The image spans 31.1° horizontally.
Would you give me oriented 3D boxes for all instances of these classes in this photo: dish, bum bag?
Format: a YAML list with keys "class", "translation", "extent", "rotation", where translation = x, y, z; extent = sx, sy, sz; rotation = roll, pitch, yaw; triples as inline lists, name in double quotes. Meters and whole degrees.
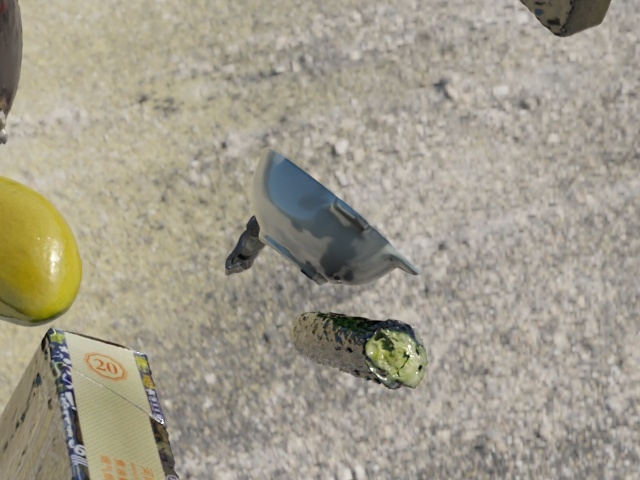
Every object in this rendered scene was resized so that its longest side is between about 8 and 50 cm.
- class: "dish"
  translation: [0.000, 0.000, 1.290]
  extent: [0.228, 0.236, 0.086]
  rotation: [39, 88, 12]
- class: "bum bag"
  translation: [-0.093, -0.018, 1.907]
  extent: [0.049, 0.087, 0.198]
  rotation: [34, 85, 15]

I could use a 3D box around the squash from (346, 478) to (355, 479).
- class: "squash"
  translation: [0.049, 0.451, 1.525]
  extent: [0.087, 0.087, 0.331]
  rotation: [-12, 44, 2]

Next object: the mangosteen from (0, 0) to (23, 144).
- class: "mangosteen"
  translation: [-0.253, -0.070, 0.583]
  extent: [0.235, 0.235, 0.261]
  rotation: [-31, 76, -17]

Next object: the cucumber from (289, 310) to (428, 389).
- class: "cucumber"
  translation: [0.021, 0.104, 1.175]
  extent: [0.067, 0.067, 0.245]
  rotation: [-37, 17, -21]

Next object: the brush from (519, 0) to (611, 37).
- class: "brush"
  translation: [0.219, -0.287, 1.036]
  extent: [0.059, 0.197, 0.123]
  rotation: [-28, 62, -19]

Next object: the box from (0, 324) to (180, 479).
- class: "box"
  translation: [-0.168, 0.223, 0.750]
  extent: [0.084, 0.198, 0.310]
  rotation: [21, 20, -28]

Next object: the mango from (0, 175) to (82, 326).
- class: "mango"
  translation: [-0.274, 0.005, 0.926]
  extent: [0.191, 0.085, 0.122]
  rotation: [12, 52, 10]
